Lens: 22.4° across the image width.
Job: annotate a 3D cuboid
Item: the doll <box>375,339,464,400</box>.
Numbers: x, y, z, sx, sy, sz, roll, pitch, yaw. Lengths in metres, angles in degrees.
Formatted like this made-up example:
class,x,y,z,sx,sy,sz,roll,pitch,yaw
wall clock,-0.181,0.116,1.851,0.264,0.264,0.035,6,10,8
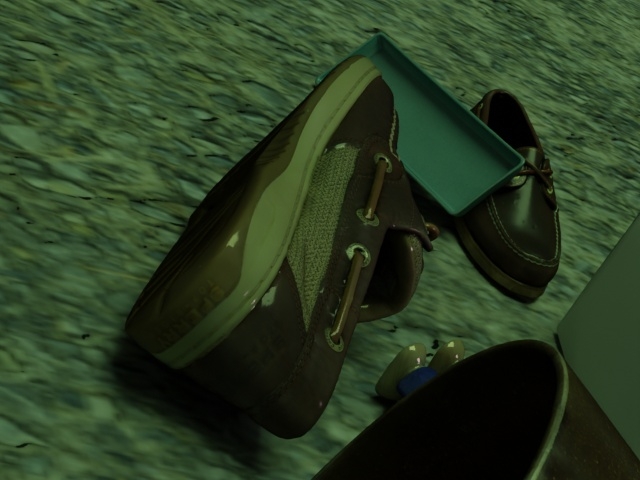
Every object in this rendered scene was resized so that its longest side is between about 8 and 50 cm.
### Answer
class,x,y,z,sx,sy,sz,roll,pitch,yaw
doll,0.116,0.131,0.887,0.129,0.046,0.189,-1,40,-47

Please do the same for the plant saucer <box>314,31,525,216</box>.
class,x,y,z,sx,sy,sz,roll,pitch,yaw
plant saucer,0.072,-0.086,1.197,0.192,0.067,0.018,47,-8,41

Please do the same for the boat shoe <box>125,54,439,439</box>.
class,x,y,z,sx,sy,sz,roll,pitch,yaw
boat shoe,0.000,0.000,0.927,0.123,0.123,0.342,44,24,-8

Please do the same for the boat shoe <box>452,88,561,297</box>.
class,x,y,z,sx,sy,sz,roll,pitch,yaw
boat shoe,0.137,-0.042,1.191,0.073,0.073,0.207,21,29,-24

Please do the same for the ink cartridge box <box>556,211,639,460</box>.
class,x,y,z,sx,sy,sz,roll,pitch,yaw
ink cartridge box,0.313,0.123,1.040,0.283,0.117,0.207,24,26,-16

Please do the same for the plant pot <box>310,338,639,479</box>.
class,x,y,z,sx,sy,sz,roll,pitch,yaw
plant pot,0.086,0.193,0.598,0.230,0.215,0.215,45,24,-9
